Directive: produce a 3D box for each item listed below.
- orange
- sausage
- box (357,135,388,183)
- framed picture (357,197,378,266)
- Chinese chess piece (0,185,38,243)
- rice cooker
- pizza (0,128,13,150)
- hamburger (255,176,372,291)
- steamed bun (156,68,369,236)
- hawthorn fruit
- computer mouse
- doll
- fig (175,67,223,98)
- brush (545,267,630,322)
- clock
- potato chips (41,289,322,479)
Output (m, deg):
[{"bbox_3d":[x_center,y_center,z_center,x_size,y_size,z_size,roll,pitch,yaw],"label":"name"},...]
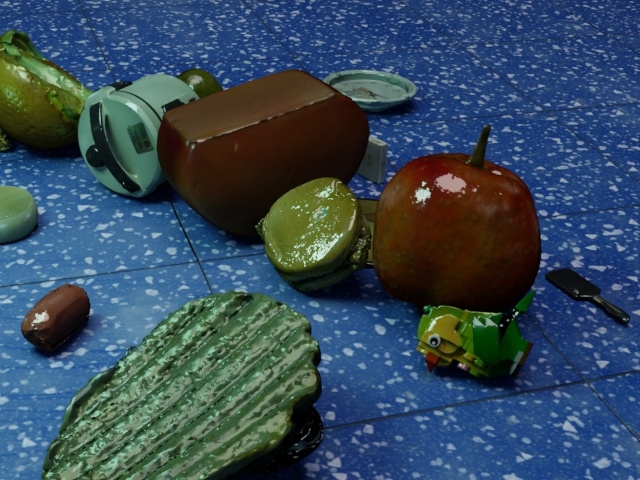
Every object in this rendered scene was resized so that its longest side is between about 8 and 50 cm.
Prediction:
[{"bbox_3d":[-0.611,-0.319,2.229,0.196,0.262,0.335,-35,26,15],"label":"orange"},{"bbox_3d":[-0.415,0.120,1.644,0.076,0.076,0.141,13,32,17],"label":"sausage"},{"bbox_3d":[0.075,-0.192,2.225,0.024,0.090,0.167,-21,37,-38],"label":"box"},{"bbox_3d":[0.109,-0.017,1.997,0.338,0.014,0.255,6,30,4],"label":"framed picture"},{"bbox_3d":[-0.599,-0.047,1.937,0.144,0.058,0.144,1,30,0],"label":"Chinese chess piece"},{"bbox_3d":[-0.355,-0.214,2.085,0.226,0.226,0.244,19,32,26],"label":"rice cooker"},{"bbox_3d":[-0.735,-0.246,2.258,0.194,0.069,0.154,23,34,34],"label":"pizza"},{"bbox_3d":[0.000,0.000,1.817,0.189,0.122,0.215,-39,44,-3],"label":"hamburger"},{"bbox_3d":[-0.104,-0.152,1.972,0.379,0.248,0.235,-21,33,-19],"label":"steamed bun"},{"bbox_3d":[0.235,-0.035,1.724,0.287,0.330,0.287,9,22,-4],"label":"hawthorn fruit"},{"bbox_3d":[-0.098,0.260,1.423,0.241,0.078,0.146,9,36,31],"label":"computer mouse"},{"bbox_3d":[0.241,0.146,1.612,0.186,0.134,0.106,-1,-6,4],"label":"doll"},{"bbox_3d":[-0.250,-0.331,2.454,0.124,0.124,0.236,30,15,38],"label":"fig"},{"bbox_3d":[0.477,0.095,1.834,0.063,0.016,0.193,-14,33,-26],"label":"brush"},{"bbox_3d":[0.119,-0.363,2.569,0.236,0.053,0.236,4,28,-2],"label":"clock"},{"bbox_3d":[-0.174,0.215,1.387,0.429,0.070,0.358,-38,35,-28],"label":"potato chips"}]
